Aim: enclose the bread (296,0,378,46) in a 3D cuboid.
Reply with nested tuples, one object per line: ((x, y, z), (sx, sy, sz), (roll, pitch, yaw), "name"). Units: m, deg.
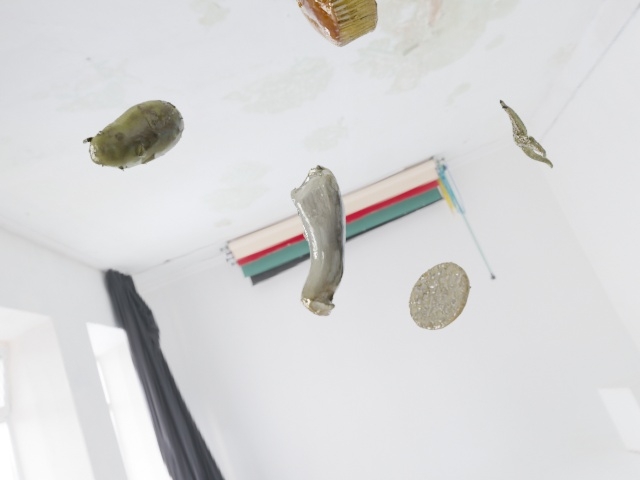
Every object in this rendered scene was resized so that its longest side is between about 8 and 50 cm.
((0.018, -0.456, 1.051), (0.114, 0.190, 0.132), (-28, -28, -4), "bread")

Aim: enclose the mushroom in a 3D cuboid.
((0.002, -0.001, 1.014), (0.099, 0.278, 0.096), (-5, -3, 40), "mushroom")

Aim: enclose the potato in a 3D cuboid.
((-0.371, -0.213, 1.134), (0.090, 0.117, 0.225), (5, 32, 41), "potato")

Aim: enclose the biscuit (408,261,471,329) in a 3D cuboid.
((0.240, 0.113, 1.127), (0.020, 0.152, 0.152), (31, -47, -34), "biscuit")

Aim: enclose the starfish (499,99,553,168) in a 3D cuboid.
((0.488, -0.245, 1.324), (0.050, 0.223, 0.217), (-45, 21, 15), "starfish")
